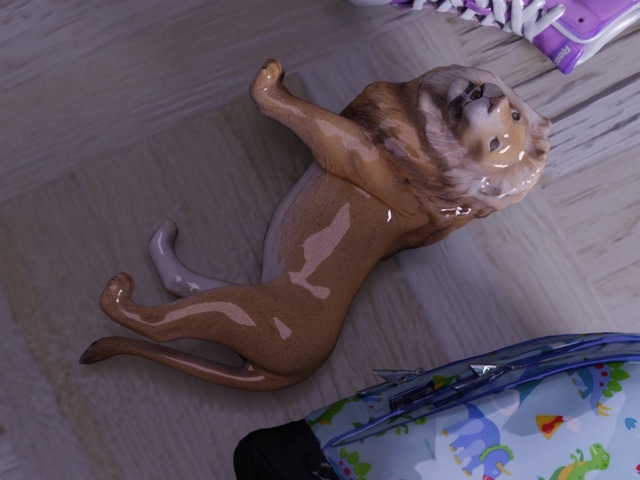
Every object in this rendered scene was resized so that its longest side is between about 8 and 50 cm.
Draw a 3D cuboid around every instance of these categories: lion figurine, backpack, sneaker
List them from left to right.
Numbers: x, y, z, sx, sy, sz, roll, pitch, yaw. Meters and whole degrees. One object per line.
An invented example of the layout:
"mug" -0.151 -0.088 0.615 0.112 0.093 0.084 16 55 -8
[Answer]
"lion figurine" 0.000 0.000 1.469 0.240 0.142 0.392 35 88 0
"sneaker" 0.157 -0.215 1.551 0.282 0.102 0.161 -14 76 -7
"backpack" 0.157 0.209 1.348 0.355 0.273 0.290 -17 80 -22
